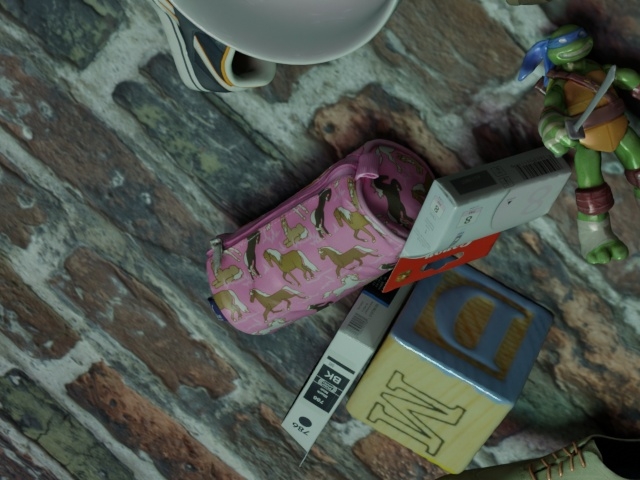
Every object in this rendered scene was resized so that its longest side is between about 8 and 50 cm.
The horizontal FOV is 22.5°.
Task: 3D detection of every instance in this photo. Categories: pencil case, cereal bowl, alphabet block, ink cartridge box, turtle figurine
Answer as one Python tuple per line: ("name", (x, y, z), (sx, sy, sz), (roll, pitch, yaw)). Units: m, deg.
("pencil case", (0.000, 0.000, 2.201), (0.386, 0.167, 0.160), (-30, 73, 45))
("cereal bowl", (-0.039, -0.370, 1.773), (0.339, 0.141, 0.339), (15, 135, 16))
("alphabet block", (0.178, 0.170, 2.231), (0.193, 0.192, 0.197), (31, 137, 4))
("ink cartridge box", (0.028, 0.181, 2.347), (0.065, 0.165, 0.332), (30, 137, 3))
("ink cartridge box", (0.197, -0.011, 2.053), (0.066, 0.189, 0.232), (53, 145, 29))
("turtle figurine", (0.350, -0.114, 1.830), (0.275, 0.198, 0.266), (-3, 115, 38))

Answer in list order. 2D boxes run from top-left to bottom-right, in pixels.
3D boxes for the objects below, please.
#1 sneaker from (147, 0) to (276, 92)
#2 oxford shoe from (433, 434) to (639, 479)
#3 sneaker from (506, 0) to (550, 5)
("sneaker", (-0.146, -0.317, 2.009), (0.128, 0.126, 0.321), (8, 144, 31))
("oxford shoe", (0.332, 0.332, 2.262), (0.397, 0.140, 0.146), (-5, 129, -12))
("sneaker", (0.238, -0.348, 1.805), (0.071, 0.066, 0.188), (-1, 136, 10))
